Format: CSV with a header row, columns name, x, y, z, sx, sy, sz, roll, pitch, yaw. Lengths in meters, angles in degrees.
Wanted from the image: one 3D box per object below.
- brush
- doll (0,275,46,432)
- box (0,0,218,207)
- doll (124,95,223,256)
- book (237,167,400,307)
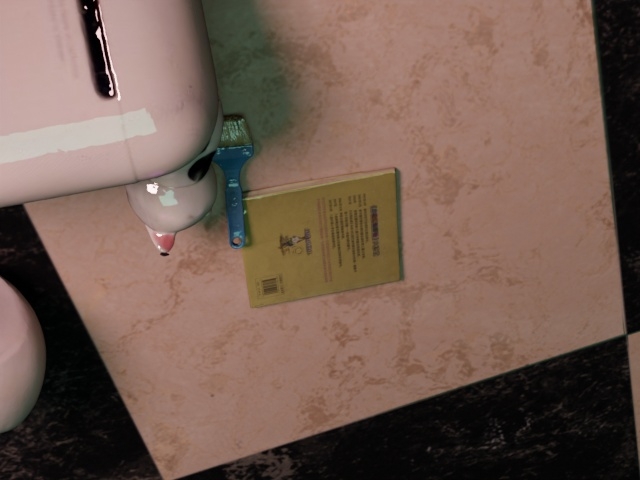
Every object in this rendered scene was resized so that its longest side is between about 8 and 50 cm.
name,x,y,z,sx,sy,sz,roll,pitch,yaw
brush,-0.098,-0.063,1.255,0.051,0.014,0.164,-6,119,-7
doll,-0.429,0.135,1.227,0.251,0.221,0.221,25,119,2
box,-0.278,-0.178,1.011,0.349,0.141,0.289,-11,93,-5
doll,-0.157,-0.091,1.175,0.110,0.107,0.181,-38,150,-42
book,0.000,0.000,1.337,0.192,0.013,0.168,-10,127,-6
